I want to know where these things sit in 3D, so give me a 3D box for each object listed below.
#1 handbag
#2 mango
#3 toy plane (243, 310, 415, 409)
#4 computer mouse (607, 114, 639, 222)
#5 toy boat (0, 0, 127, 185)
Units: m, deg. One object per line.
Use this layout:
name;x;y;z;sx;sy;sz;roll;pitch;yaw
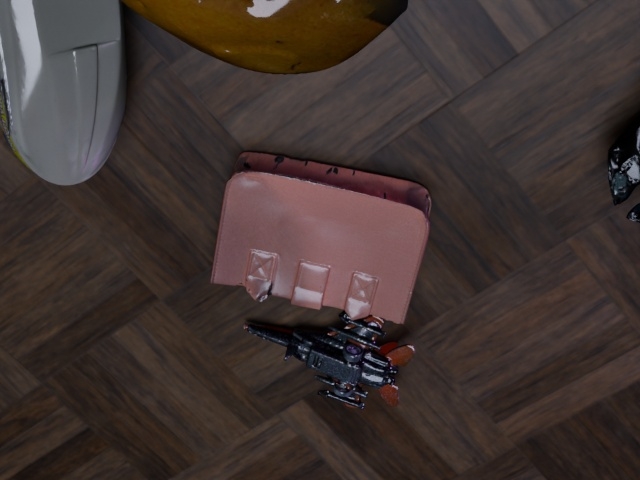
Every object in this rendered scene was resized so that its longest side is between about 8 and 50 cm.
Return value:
handbag;0.000;0.000;1.195;0.212;0.059;0.157;12;120;1
mango;-0.066;-0.249;0.995;0.287;0.152;0.201;15;111;-12
toy plane;0.004;0.126;1.266;0.189;0.061;0.130;13;122;-2
computer mouse;0.375;-0.107;1.076;0.242;0.077;0.146;-42;88;17
toy boat;-0.256;-0.191;1.068;0.141;0.141;0.269;9;121;0
